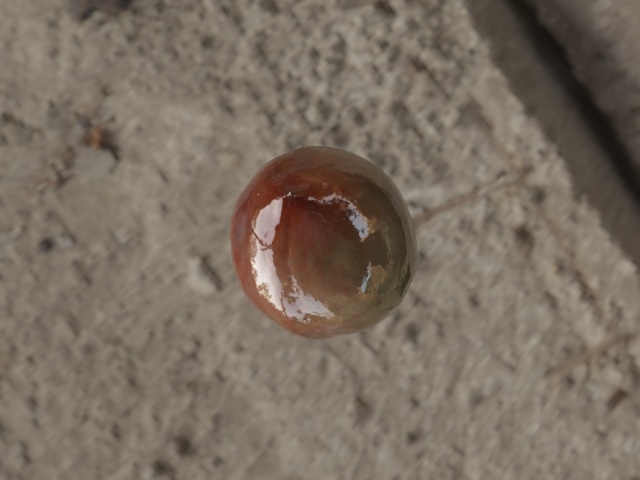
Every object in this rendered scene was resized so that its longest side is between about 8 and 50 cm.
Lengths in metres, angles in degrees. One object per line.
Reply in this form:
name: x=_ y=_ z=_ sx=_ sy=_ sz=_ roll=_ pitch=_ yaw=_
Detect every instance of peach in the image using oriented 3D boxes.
peach: x=-0.001 y=0.000 z=0.780 sx=0.083 sy=0.083 sz=0.083 roll=8 pitch=112 yaw=21
